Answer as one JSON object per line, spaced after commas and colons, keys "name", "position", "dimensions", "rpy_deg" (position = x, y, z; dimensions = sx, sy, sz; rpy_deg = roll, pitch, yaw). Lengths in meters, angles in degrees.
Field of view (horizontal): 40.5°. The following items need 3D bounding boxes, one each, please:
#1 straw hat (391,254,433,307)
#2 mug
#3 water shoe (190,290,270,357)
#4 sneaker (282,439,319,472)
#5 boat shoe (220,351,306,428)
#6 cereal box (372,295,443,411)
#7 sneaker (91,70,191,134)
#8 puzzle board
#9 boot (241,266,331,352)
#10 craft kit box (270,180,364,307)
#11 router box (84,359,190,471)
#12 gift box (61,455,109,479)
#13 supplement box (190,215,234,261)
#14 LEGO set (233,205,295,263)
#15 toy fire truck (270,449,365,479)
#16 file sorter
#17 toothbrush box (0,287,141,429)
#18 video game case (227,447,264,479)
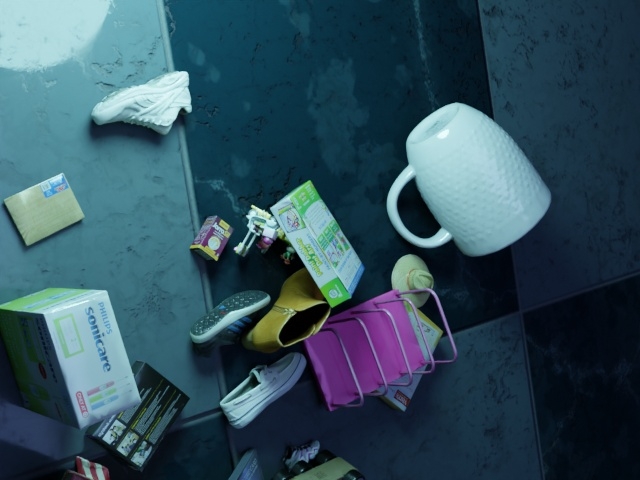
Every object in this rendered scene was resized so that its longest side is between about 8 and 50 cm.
{"name": "straw hat", "position": [0.255, 0.105, 2.214], "dimensions": [0.145, 0.061, 0.144], "rpy_deg": [1, 88, -37]}
{"name": "mug", "position": [0.340, -0.139, 2.188], "dimensions": [0.374, 0.276, 0.328], "rpy_deg": [-39, 108, 1]}
{"name": "water shoe", "position": [-0.194, 0.178, 1.876], "dimensions": [0.203, 0.073, 0.080], "rpy_deg": [-28, 127, -31]}
{"name": "sneaker", "position": [-0.048, 0.479, 1.981], "dimensions": [0.098, 0.038, 0.069], "rpy_deg": [-47, 115, -30]}
{"name": "boat shoe", "position": [-0.123, 0.312, 1.902], "dimensions": [0.226, 0.083, 0.075], "rpy_deg": [-44, 115, -29]}
{"name": "cereal box", "position": [0.194, 0.282, 2.168], "dimensions": [0.173, 0.047, 0.240], "rpy_deg": [42, 65, -26]}
{"name": "sneaker", "position": [-0.349, -0.263, 1.754], "dimensions": [0.232, 0.090, 0.115], "rpy_deg": [-28, 108, -34]}
{"name": "puzzle board", "position": [-0.527, -0.060, 1.656], "dimensions": [0.128, 0.011, 0.096], "rpy_deg": [-32, 106, -34]}
{"name": "boot", "position": [-0.029, 0.145, 1.896], "dimensions": [0.295, 0.211, 0.104], "rpy_deg": [-42, 105, -30]}
{"name": "craft kit box", "position": [0.000, 0.000, 1.889], "dimensions": [0.246, 0.061, 0.250], "rpy_deg": [61, 14, -6]}
{"name": "router box", "position": [-0.364, 0.351, 1.740], "dimensions": [0.133, 0.046, 0.178], "rpy_deg": [46, 62, -26]}
{"name": "gift box", "position": [-0.416, 0.544, 1.569], "dimensions": [0.276, 0.258, 0.255], "rpy_deg": [31, 68, -8]}
{"name": "supplement box", "position": [-0.232, -0.003, 1.858], "dimensions": [0.055, 0.043, 0.083], "rpy_deg": [38, 66, -28]}
{"name": "LEGO set", "position": [-0.105, 0.012, 1.921], "dimensions": [0.107, 0.132, 0.287], "rpy_deg": [-61, 152, -3]}
{"name": "toy fire truck", "position": [-0.010, 0.632, 1.939], "dimensions": [0.217, 0.159, 0.246], "rpy_deg": [-11, 120, -47]}
{"name": "file sorter", "position": [0.139, 0.246, 2.003], "dimensions": [0.291, 0.182, 0.202], "rpy_deg": [-21, 91, -28]}
{"name": "toothbrush box", "position": [-0.454, 0.199, 1.530], "dimensions": [0.122, 0.283, 0.206], "rpy_deg": [-21, 102, -36]}
{"name": "video game case", "position": [-0.137, 0.608, 1.842], "dimensions": [0.196, 0.026, 0.274], "rpy_deg": [-46, 122, -75]}
